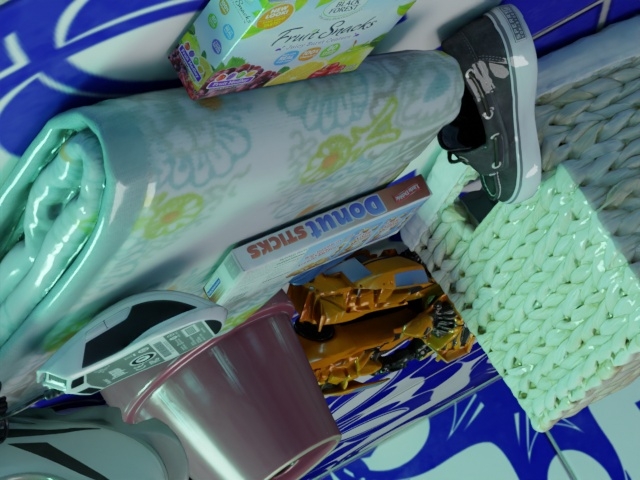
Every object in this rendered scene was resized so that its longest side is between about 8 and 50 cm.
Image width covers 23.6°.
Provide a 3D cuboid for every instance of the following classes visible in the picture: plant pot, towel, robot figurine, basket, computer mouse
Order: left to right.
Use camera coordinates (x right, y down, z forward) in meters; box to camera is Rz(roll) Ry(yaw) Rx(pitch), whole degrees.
[{"bbox_3d":[-0.155,0.075,1.022,0.193,0.042,0.106,-25,162,-3],"label":"computer mouse"},{"bbox_3d":[-0.109,-0.004,1.108,0.320,0.090,0.374,-20,163,-43],"label":"towel"},{"bbox_3d":[-0.083,0.152,1.451,0.201,0.180,0.201,-34,166,-10],"label":"plant pot"},{"bbox_3d":[0.075,0.082,1.649,0.291,0.085,0.211,-10,133,-37],"label":"robot figurine"},{"bbox_3d":[0.307,-0.034,1.458,0.331,0.266,0.328,-25,164,-24],"label":"basket"}]

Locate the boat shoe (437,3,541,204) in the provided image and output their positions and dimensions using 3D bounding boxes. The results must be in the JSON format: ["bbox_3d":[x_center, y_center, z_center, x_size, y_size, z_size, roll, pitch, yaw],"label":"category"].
[{"bbox_3d":[0.128,-0.094,1.218,0.076,0.080,0.228,-22,152,-7],"label":"boat shoe"}]

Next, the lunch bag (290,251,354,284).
[{"bbox_3d":[-0.013,-0.008,1.312,0.098,0.067,0.065,-35,165,17],"label":"lunch bag"}]

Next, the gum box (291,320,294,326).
[{"bbox_3d":[-0.116,0.165,1.758,0.157,0.041,0.184,-22,163,-26],"label":"gum box"}]

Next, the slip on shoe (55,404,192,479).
[{"bbox_3d":[-0.237,0.237,1.596,0.331,0.101,0.123,0,152,-39],"label":"slip on shoe"}]

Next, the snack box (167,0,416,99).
[{"bbox_3d":[-0.010,-0.136,0.935,0.141,0.037,0.100,-17,160,-41],"label":"snack box"}]

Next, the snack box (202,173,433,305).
[{"bbox_3d":[0.000,0.000,1.122,0.178,0.022,0.064,-22,164,-33],"label":"snack box"}]

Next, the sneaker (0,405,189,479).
[{"bbox_3d":[-0.279,0.193,1.164,0.330,0.122,0.146,-6,-163,20],"label":"sneaker"}]
